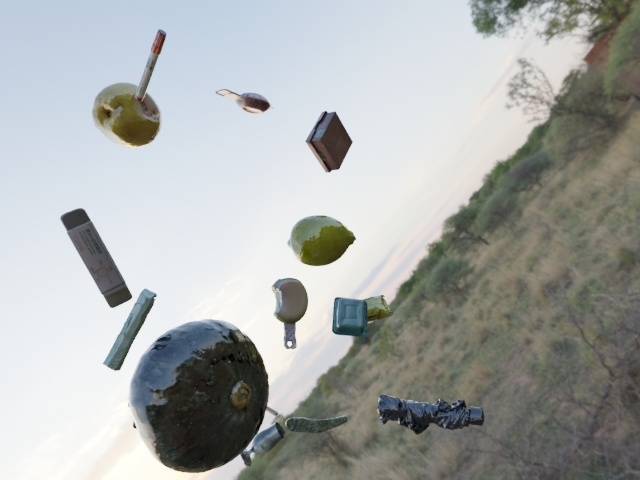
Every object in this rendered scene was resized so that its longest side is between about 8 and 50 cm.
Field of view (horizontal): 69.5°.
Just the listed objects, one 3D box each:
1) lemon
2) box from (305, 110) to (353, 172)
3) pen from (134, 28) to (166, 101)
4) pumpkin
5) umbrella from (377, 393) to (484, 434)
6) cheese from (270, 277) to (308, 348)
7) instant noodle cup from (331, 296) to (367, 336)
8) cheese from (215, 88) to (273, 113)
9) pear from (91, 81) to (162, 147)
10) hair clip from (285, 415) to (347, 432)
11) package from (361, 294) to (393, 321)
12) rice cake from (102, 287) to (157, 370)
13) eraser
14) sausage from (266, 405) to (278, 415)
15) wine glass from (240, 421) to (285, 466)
[{"bbox_3d":[0.000,0.000,1.623,0.248,0.184,0.184,-7,-9,9],"label":"lemon"},{"bbox_3d":[0.047,-0.475,2.206,0.215,0.086,0.215,53,-130,-39],"label":"box"},{"bbox_3d":[-0.481,-0.488,1.300,0.028,0.028,0.239,-34,-9,-49],"label":"pen"},{"bbox_3d":[-0.353,0.465,1.408,0.454,0.344,0.454,0,-90,-50],"label":"pumpkin"},{"bbox_3d":[0.234,0.378,0.991,0.080,0.224,0.071,68,-155,-48],"label":"umbrella"},{"bbox_3d":[-0.127,0.295,1.869,0.163,0.286,0.082,10,-23,-25],"label":"cheese"},{"bbox_3d":[0.134,0.331,2.051,0.070,0.157,0.179,96,179,-60],"label":"instant noodle cup"},{"bbox_3d":[-0.350,-0.655,2.161,0.286,0.189,0.074,9,-93,-41],"label":"cheese"},{"bbox_3d":[-0.776,-0.501,1.853,0.271,0.271,0.271,-46,-13,-14],"label":"pear"},{"bbox_3d":[-0.011,0.652,1.641,0.036,0.229,0.066,-124,36,-68],"label":"hair clip"},{"bbox_3d":[0.236,0.342,2.288,0.226,0.168,0.090,-9,-58,-8],"label":"package"},{"bbox_3d":[-0.760,0.354,1.851,0.063,0.066,0.336,103,-170,-75],"label":"rice cake"},{"bbox_3d":[-0.754,0.060,1.554,0.089,0.352,0.061,-29,4,-23],"label":"eraser"},{"bbox_3d":[-0.233,0.748,2.044,0.024,0.132,0.024,-8,-78,-43],"label":"sausage"},{"bbox_3d":[-0.276,0.962,2.185,0.222,0.103,0.103,-38,-12,2],"label":"wine glass"}]
